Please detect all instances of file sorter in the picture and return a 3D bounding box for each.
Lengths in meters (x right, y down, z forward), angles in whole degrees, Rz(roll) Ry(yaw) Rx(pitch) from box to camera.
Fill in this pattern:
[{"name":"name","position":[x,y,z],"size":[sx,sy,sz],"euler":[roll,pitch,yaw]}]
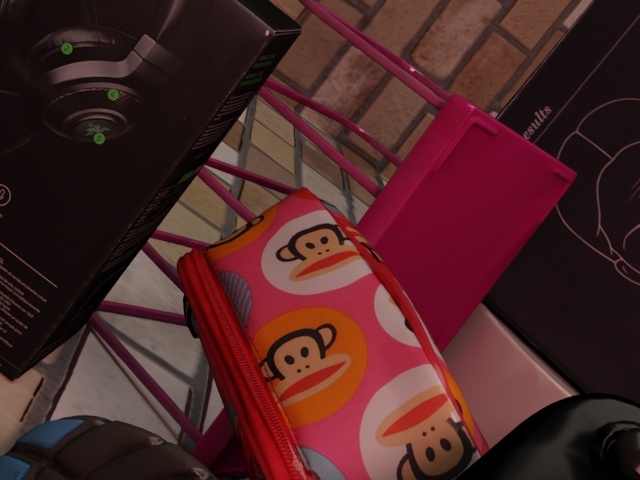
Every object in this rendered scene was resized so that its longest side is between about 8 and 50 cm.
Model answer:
[{"name":"file sorter","position":[0.000,0.000,0.838],"size":[0.182,0.290,0.202],"euler":[42,13,29]}]

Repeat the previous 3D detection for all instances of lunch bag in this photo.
[{"name":"lunch bag","position":[0.042,0.139,0.621],"size":[0.258,0.120,0.293],"euler":[56,-7,52]}]

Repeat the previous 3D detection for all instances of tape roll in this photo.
[{"name":"tape roll","position":[0.169,0.175,0.959],"size":[0.246,0.169,0.246],"euler":[36,12,-9]}]

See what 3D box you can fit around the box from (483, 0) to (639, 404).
[{"name":"box","position":[0.325,0.012,0.910],"size":[0.395,0.293,0.212],"euler":[44,13,22]}]

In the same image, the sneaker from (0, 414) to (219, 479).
[{"name":"sneaker","position":[-0.022,0.213,0.489],"size":[0.341,0.125,0.139],"euler":[40,-15,21]}]

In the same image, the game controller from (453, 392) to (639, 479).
[{"name":"game controller","position":[0.047,0.188,0.374],"size":[0.166,0.319,0.067],"euler":[43,-28,25]}]

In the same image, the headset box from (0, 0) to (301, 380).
[{"name":"headset box","position":[-0.184,-0.108,0.711],"size":[0.246,0.283,0.131],"euler":[37,13,-1]}]
